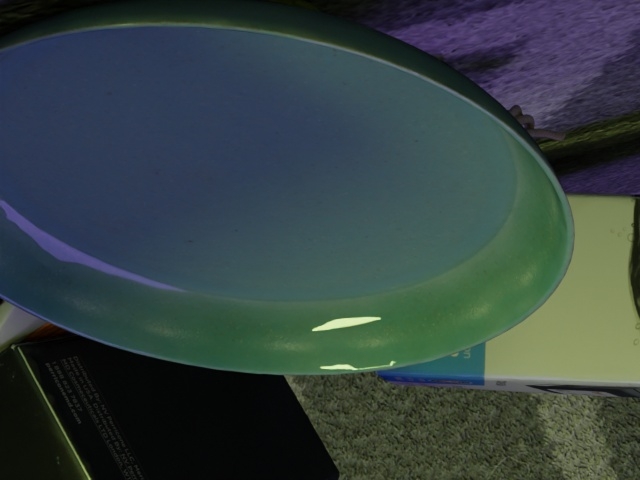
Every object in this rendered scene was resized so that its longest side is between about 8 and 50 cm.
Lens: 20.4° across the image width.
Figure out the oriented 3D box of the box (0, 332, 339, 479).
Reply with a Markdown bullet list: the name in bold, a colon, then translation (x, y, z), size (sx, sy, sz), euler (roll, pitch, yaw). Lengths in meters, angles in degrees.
- **box**: translation (-0.193, 0.201, 1.327), size (0.296, 0.182, 0.294), euler (-36, 169, 26)

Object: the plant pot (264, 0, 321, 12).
- **plant pot**: translation (-0.014, -0.078, 0.856), size (0.083, 0.083, 0.079), euler (-16, 161, 2)

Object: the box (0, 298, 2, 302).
- **box**: translation (-0.333, 0.117, 1.458), size (0.207, 0.108, 0.153), euler (-18, 172, 14)

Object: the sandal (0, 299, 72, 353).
- **sandal**: translation (-0.187, 0.014, 1.166), size (0.102, 0.076, 0.265), euler (-24, 168, -34)

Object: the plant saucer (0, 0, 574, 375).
- **plant saucer**: translation (-0.038, -0.023, 0.846), size (0.318, 0.043, 0.317), euler (6, 151, 3)

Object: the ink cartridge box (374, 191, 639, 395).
- **ink cartridge box**: translation (0.253, 0.053, 1.567), size (0.395, 0.166, 0.285), euler (2, 174, 6)

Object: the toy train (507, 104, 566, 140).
- **toy train**: translation (0.028, -0.045, 1.094), size (0.143, 0.105, 0.248), euler (-8, 179, 38)
